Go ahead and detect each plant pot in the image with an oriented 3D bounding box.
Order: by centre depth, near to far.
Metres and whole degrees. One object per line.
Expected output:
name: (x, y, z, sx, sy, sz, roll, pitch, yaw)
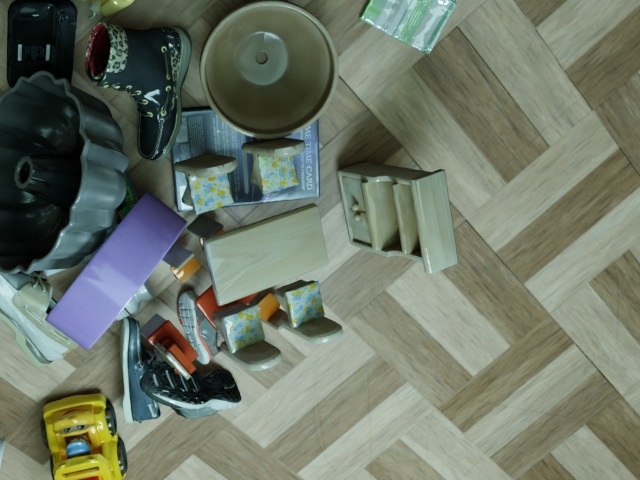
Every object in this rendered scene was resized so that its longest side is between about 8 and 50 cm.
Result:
plant pot: (-0.094, -0.305, 1.510, 0.237, 0.110, 0.237, -6, 117, -11)

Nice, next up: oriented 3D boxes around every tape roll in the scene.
tape roll: (-0.344, 0.049, 1.477, 0.090, 0.275, 0.275, 38, 103, -10)

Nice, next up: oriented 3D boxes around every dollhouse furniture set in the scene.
dollhouse furniture set: (0.000, 0.000, 1.517, 0.394, 0.256, 0.362, -20, 109, -27)
dollhouse furniture set: (-0.200, 0.129, 1.633, 0.259, 0.135, 0.262, -45, 122, -16)

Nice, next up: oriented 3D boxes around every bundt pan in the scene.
bundt pan: (-0.432, -0.102, 1.424, 0.124, 0.331, 0.331, 10, 116, -49)

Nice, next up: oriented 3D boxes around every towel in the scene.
towel: (0.159, -0.414, 1.567, 0.152, 0.023, 0.113, 21, 108, -22)

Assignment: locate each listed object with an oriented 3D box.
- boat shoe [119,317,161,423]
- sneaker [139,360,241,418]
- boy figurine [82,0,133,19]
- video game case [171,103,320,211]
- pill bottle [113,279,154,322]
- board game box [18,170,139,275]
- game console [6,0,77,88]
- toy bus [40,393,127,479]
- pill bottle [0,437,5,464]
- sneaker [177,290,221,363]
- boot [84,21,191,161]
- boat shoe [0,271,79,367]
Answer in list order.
boat shoe: (-0.356, 0.260, 1.729, 0.079, 0.095, 0.254, -3, 117, -10)
sneaker: (-0.266, 0.309, 1.724, 0.108, 0.100, 0.271, -35, 151, 16)
boy figurine: (-0.351, -0.449, 1.391, 0.285, 0.092, 0.177, -14, 117, -7)
video game case: (-0.138, -0.158, 1.619, 0.274, 0.026, 0.196, -7, 117, -11)
pill bottle: (-0.399, 0.112, 1.653, 0.152, 0.086, 0.086, -26, 118, -1)
board game box: (-0.434, -0.043, 1.596, 0.211, 0.039, 0.160, -21, 119, -2)
game console: (-0.443, -0.358, 1.346, 0.213, 0.044, 0.361, 2, 144, -19)
toy bus: (-0.472, 0.448, 1.729, 0.149, 0.211, 0.220, -10, 116, -7)
pill bottle: (-0.749, 0.423, 1.690, 0.245, 0.136, 0.136, 11, 112, -18)
sneaker: (-0.238, 0.166, 1.745, 0.065, 0.061, 0.158, -28, 117, -35)
boot: (-0.314, -0.247, 1.453, 0.178, 0.085, 0.236, -8, 117, -53)
boat shoe: (-0.545, 0.102, 1.606, 0.103, 0.113, 0.302, -25, 129, -2)
